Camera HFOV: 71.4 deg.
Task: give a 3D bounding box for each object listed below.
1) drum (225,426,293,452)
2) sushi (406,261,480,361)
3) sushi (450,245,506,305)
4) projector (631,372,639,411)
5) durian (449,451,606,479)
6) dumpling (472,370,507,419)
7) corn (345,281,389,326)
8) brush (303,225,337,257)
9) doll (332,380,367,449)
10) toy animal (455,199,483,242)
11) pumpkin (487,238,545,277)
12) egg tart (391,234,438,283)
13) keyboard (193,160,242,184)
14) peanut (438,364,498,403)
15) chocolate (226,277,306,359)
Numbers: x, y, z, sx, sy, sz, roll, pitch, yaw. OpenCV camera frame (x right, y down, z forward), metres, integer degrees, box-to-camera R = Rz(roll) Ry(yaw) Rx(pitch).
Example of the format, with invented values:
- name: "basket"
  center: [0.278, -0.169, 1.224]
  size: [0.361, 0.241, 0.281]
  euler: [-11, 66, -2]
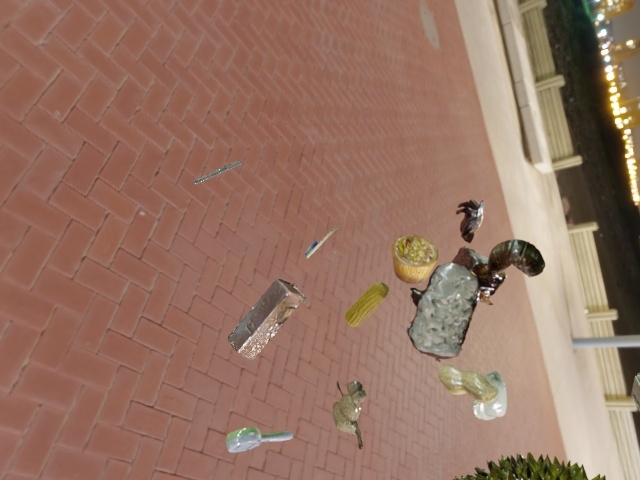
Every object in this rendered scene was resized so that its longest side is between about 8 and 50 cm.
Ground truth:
- name: "drum"
  center: [-0.217, 0.686, 1.529]
  size: [0.253, 0.130, 0.049]
  euler: [32, 32, -48]
- name: "sushi"
  center: [0.425, 0.243, 1.572]
  size: [0.349, 0.234, 0.207]
  euler: [-65, 159, -3]
- name: "sushi"
  center: [0.645, 0.146, 1.847]
  size: [0.343, 0.196, 0.182]
  euler: [-54, 166, -77]
- name: "projector"
  center: [1.028, 0.458, 1.214]
  size: [0.192, 0.256, 0.099]
  euler: [-51, 140, -62]
- name: "durian"
  center: [0.406, 0.493, 0.774]
  size: [0.163, 0.394, 0.198]
  euler: [0, 89, -53]
- name: "dumpling"
  center: [0.642, 0.612, 1.724]
  size: [0.105, 0.149, 0.217]
  euler: [-106, -174, -73]
- name: "corn"
  center: [0.180, 0.245, 1.714]
  size: [0.080, 0.231, 0.080]
  euler: [29, 28, -17]
- name: "brush"
  center: [0.001, 0.000, 1.769]
  size: [0.178, 0.030, 0.033]
  euler: [-45, 161, -8]
- name: "doll"
  center: [0.092, 0.522, 1.419]
  size: [0.091, 0.202, 0.286]
  euler: [-25, 122, -25]
- name: "toy animal"
  center: [0.648, -0.076, 1.898]
  size: [0.218, 0.116, 0.180]
  euler: [-62, 137, -53]
- name: "pumpkin"
  center: [0.662, 0.052, 1.525]
  size: [0.119, 0.183, 0.108]
  euler: [-59, 134, -36]
- name: "egg tart"
  center: [0.391, 0.090, 1.907]
  size: [0.202, 0.202, 0.147]
  euler: [-58, 159, -45]
- name: "keyboard"
  center: [-0.346, -0.229, 1.501]
  size: [0.176, 0.055, 0.014]
  euler: [-27, 109, -13]
- name: "peanut"
  center: [0.422, 0.414, 1.286]
  size: [0.082, 0.187, 0.082]
  euler: [-7, 99, -45]
- name: "chocolate"
  center: [-0.203, 0.281, 1.646]
  size: [0.321, 0.112, 0.112]
  euler: [-49, 144, -2]
